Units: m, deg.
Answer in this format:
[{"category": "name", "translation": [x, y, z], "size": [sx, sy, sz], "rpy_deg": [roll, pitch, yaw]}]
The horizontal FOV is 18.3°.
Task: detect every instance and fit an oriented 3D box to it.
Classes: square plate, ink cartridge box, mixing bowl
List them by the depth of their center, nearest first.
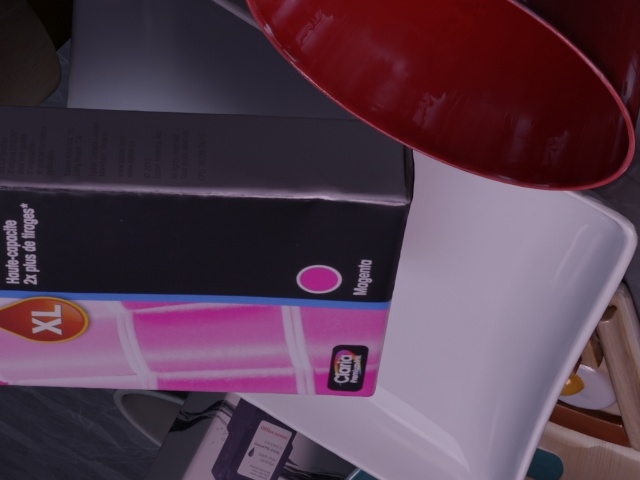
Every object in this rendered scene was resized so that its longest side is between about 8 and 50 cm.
[{"category": "mixing bowl", "translation": [0.068, -0.110, 0.841], "size": [0.181, 0.098, 0.181], "rpy_deg": [26, 161, 10]}, {"category": "ink cartridge box", "translation": [-0.144, 0.005, 1.057], "size": [0.371, 0.069, 0.176], "rpy_deg": [4, 141, -3]}, {"category": "square plate", "translation": [0.000, 0.000, 1.172], "size": [0.344, 0.049, 0.347], "rpy_deg": [31, 145, 12]}, {"category": "ink cartridge box", "translation": [-0.042, 0.201, 1.617], "size": [0.172, 0.237, 0.100], "rpy_deg": [34, 158, -17]}]

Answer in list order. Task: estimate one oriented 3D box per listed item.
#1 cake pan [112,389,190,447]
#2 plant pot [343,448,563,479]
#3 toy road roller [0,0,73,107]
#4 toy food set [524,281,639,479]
[{"category": "cake pan", "translation": [-0.061, 0.198, 1.925], "size": [0.293, 0.054, 0.293], "rpy_deg": [26, 161, 9]}, {"category": "plant pot", "translation": [0.153, 0.277, 1.546], "size": [0.290, 0.290, 0.195], "rpy_deg": [22, -174, 19]}, {"category": "toy road roller", "translation": [-0.322, -0.121, 1.225], "size": [0.240, 0.202, 0.329], "rpy_deg": [49, 154, -12]}, {"category": "toy food set", "translation": [0.102, 0.088, 1.316], "size": [0.220, 0.092, 0.306], "rpy_deg": [19, 156, 27]}]
